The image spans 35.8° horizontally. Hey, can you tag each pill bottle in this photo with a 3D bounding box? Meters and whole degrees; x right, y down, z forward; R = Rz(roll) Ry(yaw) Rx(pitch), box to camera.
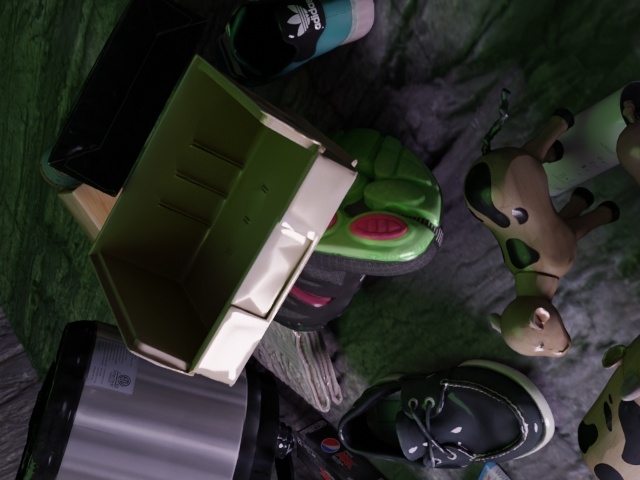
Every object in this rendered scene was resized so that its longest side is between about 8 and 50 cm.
[{"bbox_3d":[-0.479,-0.158,1.899,0.160,0.087,0.087,-17,96,61],"label":"pill bottle"}]

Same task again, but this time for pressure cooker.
[{"bbox_3d":[-0.238,0.340,1.513,0.375,0.421,0.369,151,133,-69],"label":"pressure cooker"}]

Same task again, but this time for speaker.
[{"bbox_3d":[0.228,-0.082,0.829,0.055,0.055,0.136,63,151,4],"label":"speaker"}]

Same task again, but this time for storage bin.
[{"bbox_3d":[-0.109,-0.025,1.029,0.262,0.123,0.260,-59,29,9],"label":"storage bin"}]

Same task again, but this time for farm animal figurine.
[{"bbox_3d":[0.245,0.079,0.738,0.330,0.172,0.326,27,141,39],"label":"farm animal figurine"}]

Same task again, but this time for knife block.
[{"bbox_3d":[-0.292,0.042,1.597,0.088,0.276,0.242,-1,81,58],"label":"knife block"}]

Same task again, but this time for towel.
[{"bbox_3d":[-0.080,0.129,1.470,0.282,0.049,0.187,30,145,47],"label":"towel"}]

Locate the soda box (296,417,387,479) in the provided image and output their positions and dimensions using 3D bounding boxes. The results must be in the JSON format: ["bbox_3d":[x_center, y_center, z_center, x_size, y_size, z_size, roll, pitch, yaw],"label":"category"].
[{"bbox_3d":[0.033,0.341,1.464,0.169,0.053,0.060,39,142,40],"label":"soda box"}]

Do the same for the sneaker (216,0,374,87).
[{"bbox_3d":[-0.068,-0.234,1.132,0.302,0.121,0.108,-10,102,60],"label":"sneaker"}]

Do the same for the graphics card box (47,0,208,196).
[{"bbox_3d":[-0.255,-0.189,1.263,0.094,0.232,0.371,28,-179,-17],"label":"graphics card box"}]

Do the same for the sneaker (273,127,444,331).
[{"bbox_3d":[0.000,0.000,1.191,0.202,0.185,0.483,48,156,-21],"label":"sneaker"}]

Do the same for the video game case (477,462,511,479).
[{"bbox_3d":[0.241,0.355,1.174,0.166,0.015,0.119,47,147,30],"label":"video game case"}]

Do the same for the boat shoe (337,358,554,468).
[{"bbox_3d":[0.126,0.214,1.156,0.340,0.113,0.127,-6,105,60],"label":"boat shoe"}]
